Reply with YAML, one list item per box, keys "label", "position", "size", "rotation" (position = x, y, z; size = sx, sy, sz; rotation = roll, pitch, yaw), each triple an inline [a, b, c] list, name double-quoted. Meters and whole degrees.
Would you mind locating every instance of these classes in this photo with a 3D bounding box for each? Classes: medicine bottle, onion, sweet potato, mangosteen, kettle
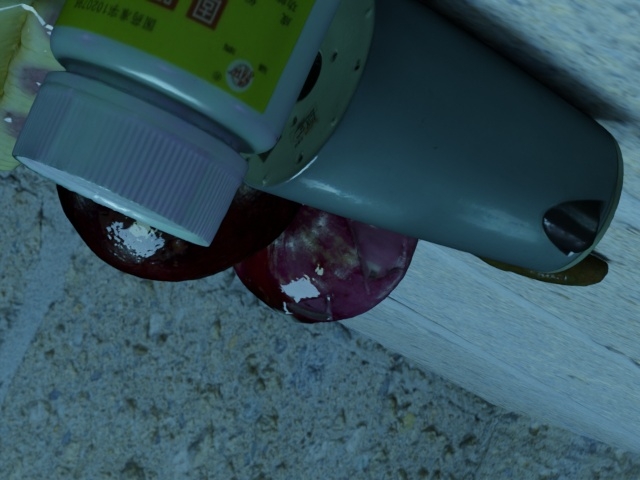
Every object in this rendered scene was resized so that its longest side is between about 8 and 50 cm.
- label: "medicine bottle"
  position: [-0.068, -0.123, 1.016]
  size: [0.139, 0.225, 0.139]
  rotation: [24, 175, 2]
- label: "onion"
  position: [-0.005, -0.005, 1.910]
  size: [0.207, 0.200, 0.200]
  rotation: [30, 174, 11]
- label: "sweet potato"
  position: [0.175, -0.005, 1.746]
  size: [0.233, 0.062, 0.081]
  rotation: [27, 172, -37]
- label: "mangosteen"
  position: [-0.134, -0.097, 1.627]
  size: [0.235, 0.235, 0.261]
  rotation: [18, 131, 48]
- label: "kettle"
  position: [0.072, -0.079, 1.264]
  size: [0.243, 0.160, 0.210]
  rotation: [23, -166, -31]

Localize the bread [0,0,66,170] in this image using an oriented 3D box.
- label: "bread"
  position: [-0.256, -0.178, 1.379]
  size: [0.187, 0.155, 0.338]
  rotation: [20, 158, -11]
